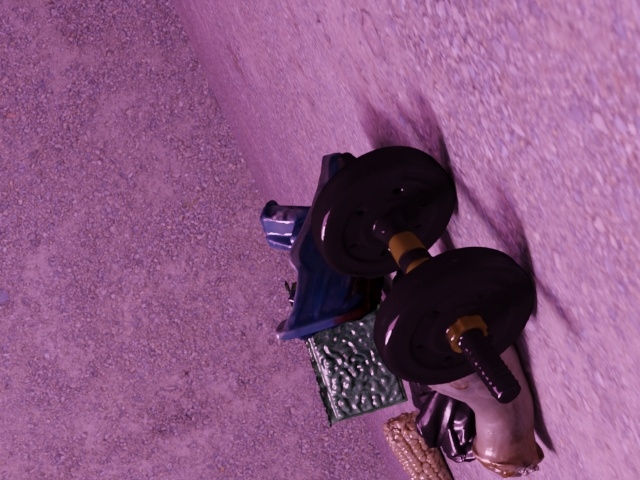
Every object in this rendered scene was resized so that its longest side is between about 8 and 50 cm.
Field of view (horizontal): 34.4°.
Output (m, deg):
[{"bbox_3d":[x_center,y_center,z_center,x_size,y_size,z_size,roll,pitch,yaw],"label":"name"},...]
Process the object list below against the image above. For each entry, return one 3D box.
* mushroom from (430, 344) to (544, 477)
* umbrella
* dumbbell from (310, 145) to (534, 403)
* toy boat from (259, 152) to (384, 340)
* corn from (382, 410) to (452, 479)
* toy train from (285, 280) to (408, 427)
[{"bbox_3d":[0.168,0.154,1.035,0.081,0.092,0.223,23,154,47],"label":"mushroom"},{"bbox_3d":[0.121,0.092,1.121,0.118,0.118,0.340,-129,17,-65],"label":"umbrella"},{"bbox_3d":[0.087,0.021,0.926,0.143,0.143,0.325,71,171,-47],"label":"dumbbell"},{"bbox_3d":[0.000,0.000,1.123,0.309,0.142,0.129,-74,-22,-50],"label":"toy boat"},{"bbox_3d":[0.192,0.410,1.898,0.211,0.087,0.087,59,175,-9],"label":"corn"},{"bbox_3d":[0.046,0.150,1.621,0.188,0.159,0.272,-86,-21,-82],"label":"toy train"}]
